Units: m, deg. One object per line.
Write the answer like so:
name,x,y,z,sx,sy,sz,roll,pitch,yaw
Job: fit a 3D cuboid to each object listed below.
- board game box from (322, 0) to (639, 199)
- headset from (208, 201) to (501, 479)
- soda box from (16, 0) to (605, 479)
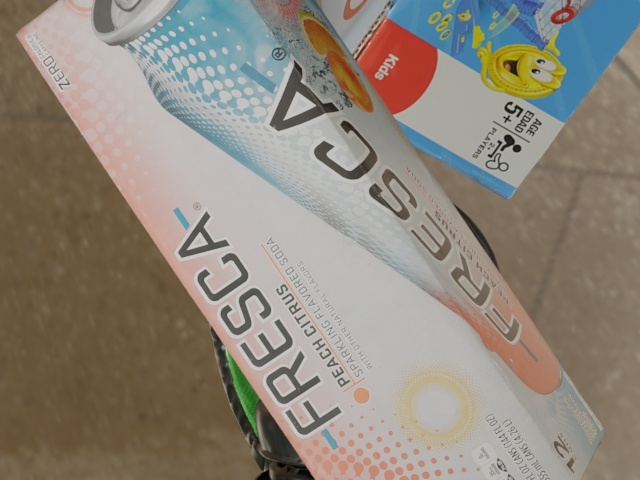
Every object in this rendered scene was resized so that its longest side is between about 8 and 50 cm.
board game box,0.114,-0.214,0.823,0.086,0.308,0.302,29,113,-14
headset,0.057,0.084,1.251,0.185,0.394,0.243,-7,125,-28
soda box,0.000,0.000,0.533,0.063,0.058,0.183,-35,90,18
